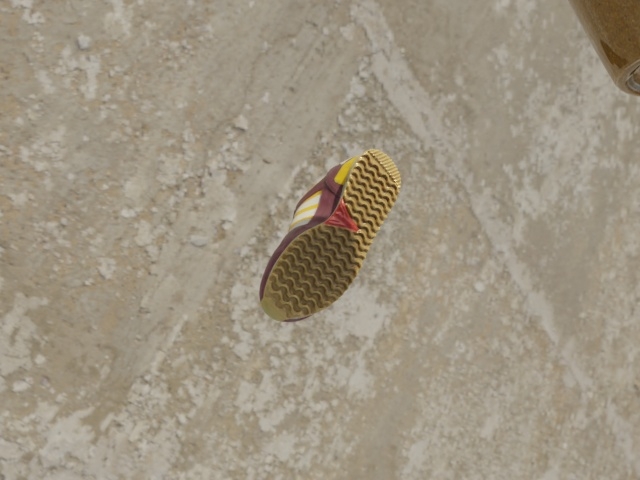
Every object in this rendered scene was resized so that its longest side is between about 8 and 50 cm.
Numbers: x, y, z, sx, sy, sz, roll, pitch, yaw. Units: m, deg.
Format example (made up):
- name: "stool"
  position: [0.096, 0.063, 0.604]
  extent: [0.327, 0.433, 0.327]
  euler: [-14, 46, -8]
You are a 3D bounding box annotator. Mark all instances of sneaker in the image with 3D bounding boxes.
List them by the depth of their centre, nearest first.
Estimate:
- name: "sneaker"
  position: [0.000, 0.000, 0.672]
  extent: [0.069, 0.084, 0.185]
  euler: [47, 62, -15]

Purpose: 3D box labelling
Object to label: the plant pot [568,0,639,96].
- name: "plant pot"
  position: [0.190, -0.209, 0.365]
  extent: [0.237, 0.237, 0.255]
  euler: [4, 79, -46]
